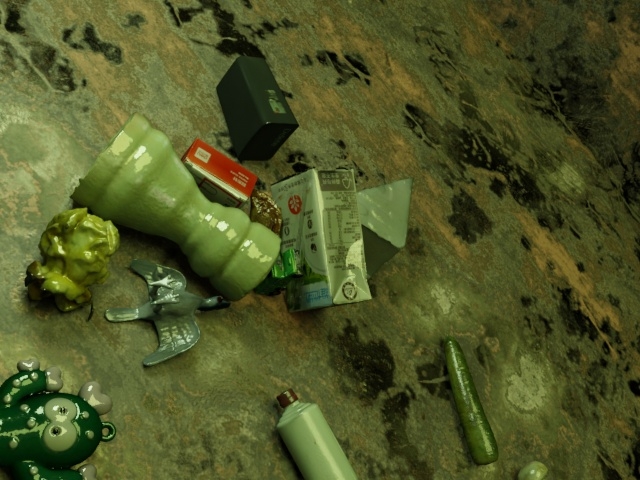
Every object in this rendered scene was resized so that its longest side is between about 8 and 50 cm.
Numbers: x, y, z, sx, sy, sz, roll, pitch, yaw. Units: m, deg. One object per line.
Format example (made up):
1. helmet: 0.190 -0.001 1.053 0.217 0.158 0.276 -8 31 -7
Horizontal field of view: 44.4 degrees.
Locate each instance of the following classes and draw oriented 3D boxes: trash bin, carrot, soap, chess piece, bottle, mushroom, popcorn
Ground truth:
1. trash bin: -0.174 -0.349 2.069 0.115 0.165 0.225 -4 62 -39
2. carrot: 0.385 0.411 2.063 0.074 0.074 0.358 7 57 -35
3. soap: 0.105 -0.088 2.121 0.258 0.159 0.302 28 46 -18
4. chess piece: -0.307 -0.056 1.737 0.442 0.234 0.234 39 45 -18
5. bottle: -0.020 0.436 1.700 0.104 0.104 0.245 -19 75 -44
6. mushroom: 0.556 0.616 2.047 0.067 0.083 0.083 40 43 10
7. popcorn: -0.484 0.039 1.562 0.173 0.169 0.195 53 39 -55

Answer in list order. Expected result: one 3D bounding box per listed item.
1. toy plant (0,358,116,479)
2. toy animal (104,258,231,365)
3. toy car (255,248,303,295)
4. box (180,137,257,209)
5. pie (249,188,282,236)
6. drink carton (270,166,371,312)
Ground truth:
1. toy plant: -0.483 0.339 1.394 0.243 0.112 0.232 26 53 -15
2. toy animal: -0.322 0.149 1.679 0.256 0.176 0.239 -11 61 -5
3. toy car: -0.101 0.074 1.837 0.063 0.165 0.071 2 66 -31
4. box: -0.261 -0.134 1.873 0.182 0.133 0.099 34 45 -17
5. pie: -0.138 -0.025 1.895 0.033 0.088 0.190 19 79 -77
6. drink carton: 0.000 -0.001 1.879 0.132 0.194 0.324 -4 83 -35
